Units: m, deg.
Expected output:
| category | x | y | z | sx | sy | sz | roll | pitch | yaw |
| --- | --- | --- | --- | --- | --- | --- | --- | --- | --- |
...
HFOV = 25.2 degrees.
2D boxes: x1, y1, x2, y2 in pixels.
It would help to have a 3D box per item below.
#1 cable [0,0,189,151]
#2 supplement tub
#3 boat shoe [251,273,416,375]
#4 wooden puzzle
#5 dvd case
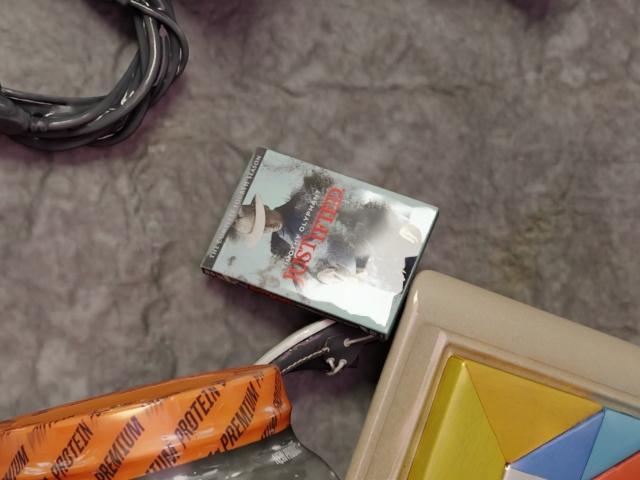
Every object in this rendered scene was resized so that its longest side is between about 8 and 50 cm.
| category | x | y | z | sx | sy | sz | roll | pitch | yaw |
| --- | --- | --- | --- | --- | --- | --- | --- | --- | --- |
| cable | -0.166 | -0.131 | 0.827 | 0.184 | 0.047 | 0.151 | 10 | 76 | -16 |
| supplement tub | -0.064 | 0.245 | 0.736 | 0.207 | 0.207 | 0.338 | -12 | 88 | -19 |
| boat shoe | 0.014 | 0.060 | 0.866 | 0.125 | 0.046 | 0.038 | -28 | 90 | -27 |
| wooden puzzle | 0.118 | 0.161 | 0.871 | 0.221 | 0.044 | 0.239 | 20 | 84 | -22 |
| dvd case | 0.000 | 0.000 | 0.850 | 0.119 | 0.013 | 0.087 | 20 | 71 | 13 |
